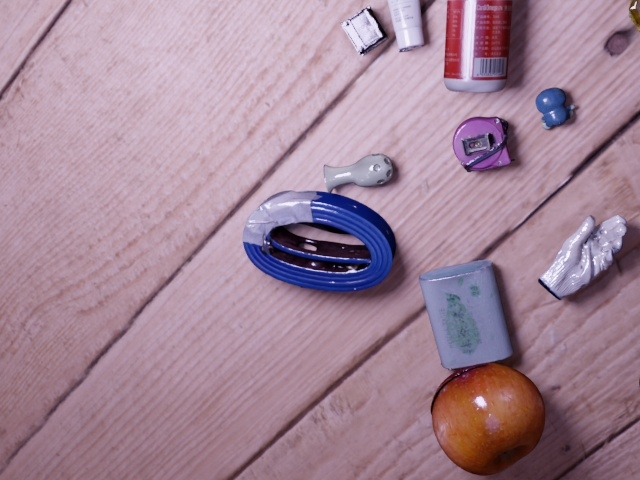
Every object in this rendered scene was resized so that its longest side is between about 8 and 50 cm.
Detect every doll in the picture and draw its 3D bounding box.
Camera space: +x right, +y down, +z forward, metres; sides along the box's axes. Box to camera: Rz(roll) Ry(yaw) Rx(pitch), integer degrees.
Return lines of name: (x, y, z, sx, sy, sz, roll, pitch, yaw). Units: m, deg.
doll: (0.496, -0.283, 1.542, 0.076, 0.050, 0.083, -24, 98, 13)

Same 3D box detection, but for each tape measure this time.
tape measure: (0.349, -0.210, 1.578, 0.125, 0.074, 0.118, -15, 101, 13)

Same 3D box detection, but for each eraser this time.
eraser: (0.336, 0.172, 1.690, 0.174, 0.081, 0.226, -13, 104, 14)

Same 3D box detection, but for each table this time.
table: (0.091, -0.447, 1.557, 0.070, 0.082, 0.083, -30, 98, 17)

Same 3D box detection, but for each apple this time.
apple: (0.383, 0.408, 1.659, 0.252, 0.206, 0.271, 14, 128, -29)

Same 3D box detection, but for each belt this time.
belt: (0.000, 0.000, 1.689, 0.347, 0.117, 0.212, 11, 110, 8)

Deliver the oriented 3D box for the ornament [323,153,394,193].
ornament: (0.089, -0.152, 1.653, 0.156, 0.074, 0.081, -11, 146, 15)

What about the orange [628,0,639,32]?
orange: (0.689, -0.462, 1.416, 0.160, 0.112, 0.170, -48, 69, 30)

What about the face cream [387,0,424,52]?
face cream: (0.173, -0.523, 1.537, 0.092, 0.058, 0.243, -9, 98, 19)

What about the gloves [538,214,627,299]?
gloves: (0.574, 0.033, 1.592, 0.119, 0.097, 0.229, 41, 114, -7)

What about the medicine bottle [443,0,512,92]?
medicine bottle: (0.321, -0.431, 1.490, 0.131, 0.131, 0.250, 3, 106, 11)
